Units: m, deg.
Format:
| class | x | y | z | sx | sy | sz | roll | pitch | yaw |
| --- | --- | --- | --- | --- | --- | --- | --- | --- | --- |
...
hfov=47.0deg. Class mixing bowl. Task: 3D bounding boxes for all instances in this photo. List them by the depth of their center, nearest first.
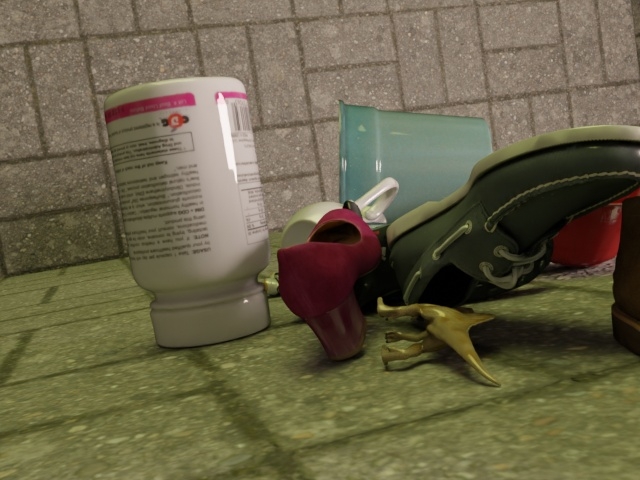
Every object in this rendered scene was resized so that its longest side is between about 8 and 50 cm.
| class | x | y | z | sx | sy | sz | roll | pitch | yaw |
| --- | --- | --- | --- | --- | --- | --- | --- | --- | --- |
| mixing bowl | 0.321 | -0.027 | 0.934 | 0.181 | 0.098 | 0.181 | 1 | 21 | 0 |

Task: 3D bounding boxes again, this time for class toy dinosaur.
| class | x | y | z | sx | sy | sz | roll | pitch | yaw |
| --- | --- | --- | --- | --- | --- | --- | --- | --- | --- |
| toy dinosaur | 0.093 | 0.068 | 0.583 | 0.092 | 0.053 | 0.183 | -7 | 4 | 8 |

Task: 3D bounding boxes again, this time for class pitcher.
| class | x | y | z | sx | sy | sz | roll | pitch | yaw |
| --- | --- | --- | --- | --- | --- | --- | --- | --- | --- |
| pitcher | 0.038 | -0.020 | 1.128 | 0.125 | 0.178 | 0.207 | 36 | 21 | 21 |

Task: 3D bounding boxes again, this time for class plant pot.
| class | x | y | z | sx | sy | sz | roll | pitch | yaw |
| --- | --- | --- | --- | --- | --- | --- | --- | --- | --- |
| plant pot | 0.208 | -0.155 | 1.695 | 0.334 | 0.341 | 0.341 | -1 | 4 | 2 |

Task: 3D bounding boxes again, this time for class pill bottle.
| class | x | y | z | sx | sy | sz | roll | pitch | yaw |
| --- | --- | --- | --- | --- | --- | --- | --- | --- | --- |
| pill bottle | -0.144 | -0.032 | 0.840 | 0.160 | 0.283 | 0.160 | -9 | 4 | 1 |

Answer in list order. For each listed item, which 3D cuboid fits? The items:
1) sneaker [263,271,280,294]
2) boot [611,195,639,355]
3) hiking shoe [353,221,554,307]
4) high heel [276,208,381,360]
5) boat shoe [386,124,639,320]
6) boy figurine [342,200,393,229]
| class | x | y | z | sx | sy | sz | roll | pitch | yaw |
| --- | --- | --- | --- | --- | --- | --- | --- | --- | --- |
| sneaker | -0.062 | 0.068 | 1.109 | 0.037 | 0.032 | 0.083 | 5 | 11 | 6 |
| boot | 0.251 | 0.025 | 0.435 | 0.112 | 0.115 | 0.305 | -7 | 5 | -2 |
| hiking shoe | 0.111 | 0.014 | 0.860 | 0.304 | 0.113 | 0.132 | -8 | 5 | 10 |
| high heel | 0.000 | 0.000 | 0.703 | 0.082 | 0.117 | 0.244 | -18 | 27 | 18 |
| boat shoe | 0.158 | -0.002 | 0.625 | 0.116 | 0.099 | 0.319 | 5 | -18 | -23 |
| boy figurine | 0.170 | -0.009 | 0.994 | 0.285 | 0.092 | 0.177 | -4 | -25 | -8 |
